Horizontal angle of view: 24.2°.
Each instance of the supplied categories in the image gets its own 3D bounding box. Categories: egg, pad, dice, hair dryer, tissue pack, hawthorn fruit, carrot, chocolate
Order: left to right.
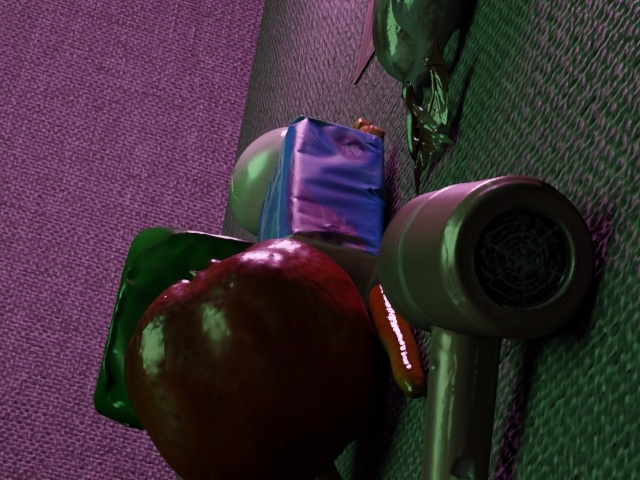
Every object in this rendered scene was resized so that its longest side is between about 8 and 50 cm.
[{"bbox_3d":[-0.169,0.154,2.236,0.287,0.297,0.300,144,139,-79],"label":"dice"},{"bbox_3d":[-0.052,0.170,1.665,0.287,0.330,0.287,-33,-7,-5],"label":"hawthorn fruit"},{"bbox_3d":[-0.070,-0.096,2.451,0.151,0.151,0.209,-87,15,-48],"label":"egg"},{"bbox_3d":[0.000,0.000,1.905,0.263,0.146,0.198,-89,15,-52],"label":"tissue pack"},{"bbox_3d":[0.104,-0.387,2.292,0.300,0.005,0.202,127,155,-67],"label":"pad"},{"bbox_3d":[0.083,0.106,1.589,0.248,0.043,0.043,-103,28,-68],"label":"carrot"},{"bbox_3d":[0.123,-0.348,1.870,0.185,0.100,0.303,-123,44,-73],"label":"chocolate"},{"bbox_3d":[0.121,0.129,1.179,0.210,0.125,0.353,172,102,-79],"label":"hair dryer"}]

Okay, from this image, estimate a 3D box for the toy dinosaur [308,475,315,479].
[{"bbox_3d":[-0.041,0.340,1.916,0.188,0.075,0.248,-170,100,-73],"label":"toy dinosaur"}]

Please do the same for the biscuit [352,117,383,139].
[{"bbox_3d":[0.043,-0.097,2.142,0.225,0.036,0.166,-176,101,-80],"label":"biscuit"}]

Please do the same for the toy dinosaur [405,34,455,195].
[{"bbox_3d":[0.120,-0.133,1.673,0.108,0.032,0.220,-118,27,-48],"label":"toy dinosaur"}]

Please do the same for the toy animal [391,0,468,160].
[{"bbox_3d":[0.128,-0.274,1.722,0.324,0.090,0.195,111,159,-45],"label":"toy animal"}]
